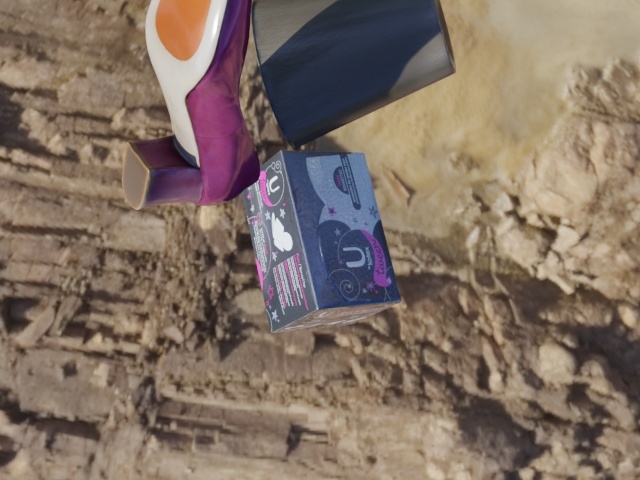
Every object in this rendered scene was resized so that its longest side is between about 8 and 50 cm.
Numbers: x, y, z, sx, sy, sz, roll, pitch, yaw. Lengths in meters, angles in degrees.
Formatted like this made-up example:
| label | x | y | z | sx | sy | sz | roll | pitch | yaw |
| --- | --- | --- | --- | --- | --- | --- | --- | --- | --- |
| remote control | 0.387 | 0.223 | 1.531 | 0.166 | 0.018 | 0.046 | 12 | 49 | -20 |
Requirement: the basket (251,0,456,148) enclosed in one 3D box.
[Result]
| label | x | y | z | sx | sy | sz | roll | pitch | yaw |
| --- | --- | --- | --- | --- | --- | --- | --- | --- | --- |
| basket | 0.048 | -0.246 | 1.151 | 0.227 | 0.154 | 0.204 | -15 | 86 | 14 |

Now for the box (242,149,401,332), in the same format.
| label | x | y | z | sx | sy | sz | roll | pitch | yaw |
| --- | --- | --- | --- | --- | --- | --- | --- | --- | --- |
| box | 0.000 | 0.000 | 1.372 | 0.163 | 0.247 | 0.142 | -3 | 164 | -34 |

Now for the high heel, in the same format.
| label | x | y | z | sx | sy | sz | roll | pitch | yaw |
| --- | --- | --- | --- | --- | --- | --- | --- | --- | --- |
| high heel | -0.104 | -0.187 | 1.015 | 0.181 | 0.127 | 0.377 | -14 | 149 | -37 |
